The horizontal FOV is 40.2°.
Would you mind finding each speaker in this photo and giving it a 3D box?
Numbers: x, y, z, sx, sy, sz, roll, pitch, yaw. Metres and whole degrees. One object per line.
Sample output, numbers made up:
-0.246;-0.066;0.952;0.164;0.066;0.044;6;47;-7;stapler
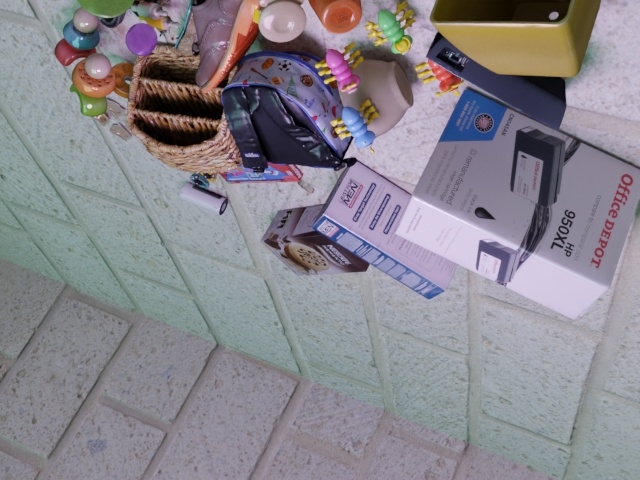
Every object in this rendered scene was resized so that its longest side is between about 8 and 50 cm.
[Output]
-0.346;-0.123;2.591;0.136;0.055;0.055;23;154;12;speaker

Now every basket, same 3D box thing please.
-0.315;-0.303;2.048;0.299;0.213;0.223;14;151;27;basket

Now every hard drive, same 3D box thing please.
0.312;-0.294;1.512;0.255;0.172;0.054;29;121;-1;hard drive

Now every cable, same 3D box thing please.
-0.430;-0.521;1.925;0.287;0.072;0.139;6;141;40;cable

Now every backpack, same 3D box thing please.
-0.068;-0.283;1.849;0.277;0.213;0.263;1;152;34;backpack

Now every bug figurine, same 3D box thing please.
0.120;-0.299;1.613;0.279;0.072;0.216;-33;108;14;bug figurine

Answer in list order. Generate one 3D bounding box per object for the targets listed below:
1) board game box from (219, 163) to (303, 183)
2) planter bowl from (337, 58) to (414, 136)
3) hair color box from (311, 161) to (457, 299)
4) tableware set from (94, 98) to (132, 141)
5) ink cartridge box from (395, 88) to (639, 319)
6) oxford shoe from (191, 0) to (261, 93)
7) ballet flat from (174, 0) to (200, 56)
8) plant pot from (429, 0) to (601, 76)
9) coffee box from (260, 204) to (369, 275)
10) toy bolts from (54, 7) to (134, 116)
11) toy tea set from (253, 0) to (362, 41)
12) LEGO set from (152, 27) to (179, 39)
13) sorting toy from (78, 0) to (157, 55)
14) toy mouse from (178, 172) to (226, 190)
-0.188;-0.207;2.313;0.281;0.027;0.145;2;142;43;board game box
0.118;-0.292;1.734;0.109;0.162;0.162;-20;132;22;planter bowl
0.174;-0.023;2.122;0.347;0.174;0.105;32;155;-7;hair color box
-0.574;-0.335;2.468;0.141;0.020;0.169;41;151;-25;tableware set
0.388;-0.071;1.692;0.395;0.285;0.166;26;154;4;ink cartridge box
-0.203;-0.442;1.796;0.133;0.130;0.363;36;143;-4;oxford shoe
-0.265;-0.458;1.892;0.067;0.073;0.206;23;164;-11;ballet flat
0.322;-0.363;1.339;0.212;0.212;0.187;10;161;33;plant pot
0.000;0.000;2.399;0.168;0.119;0.297;44;150;-28;coffee box
-0.519;-0.446;2.094;0.228;0.218;0.158;57;143;15;toy bolts
-0.006;-0.501;1.505;0.200;0.124;0.336;-1;138;-16;toy tea set
-0.351;-0.479;1.989;0.083;0.023;0.054;28;160;-30;LEGO set
-0.468;-0.547;1.838;0.365;0.127;0.126;55;171;-14;sorting toy
-0.356;-0.198;2.491;0.143;0.031;0.161;-3;140;47;toy mouse
